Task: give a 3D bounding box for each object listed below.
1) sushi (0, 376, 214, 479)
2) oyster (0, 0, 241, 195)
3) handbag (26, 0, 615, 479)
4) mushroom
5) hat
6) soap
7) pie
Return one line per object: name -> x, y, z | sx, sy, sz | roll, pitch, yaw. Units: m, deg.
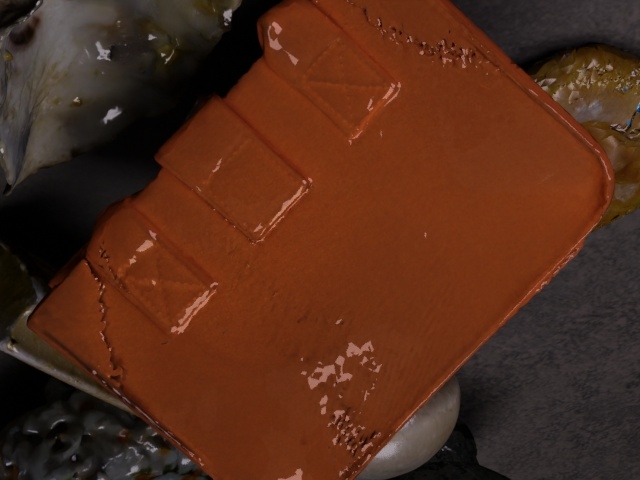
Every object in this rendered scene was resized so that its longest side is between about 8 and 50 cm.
sushi -> -0.262, 0.314, 1.398 | 0.418, 0.176, 0.417 | -29, 152, -17
oyster -> -0.158, -0.190, 0.888 | 0.204, 0.111, 0.396 | -18, 148, -26
handbag -> 0.000, 0.000, 0.967 | 0.303, 0.116, 0.410 | 42, 101, -7
mushroom -> 0.048, 0.154, 1.362 | 0.207, 0.207, 0.215 | -15, 111, 1
hat -> 0.142, 0.293, 1.608 | 0.266, 0.128, 0.265 | -3, 156, -1
soap -> -0.228, 0.088, 1.167 | 0.080, 0.160, 0.257 | -53, 137, -1
pie -> 0.237, -0.080, 1.180 | 0.273, 0.069, 0.273 | -13, 146, -9
